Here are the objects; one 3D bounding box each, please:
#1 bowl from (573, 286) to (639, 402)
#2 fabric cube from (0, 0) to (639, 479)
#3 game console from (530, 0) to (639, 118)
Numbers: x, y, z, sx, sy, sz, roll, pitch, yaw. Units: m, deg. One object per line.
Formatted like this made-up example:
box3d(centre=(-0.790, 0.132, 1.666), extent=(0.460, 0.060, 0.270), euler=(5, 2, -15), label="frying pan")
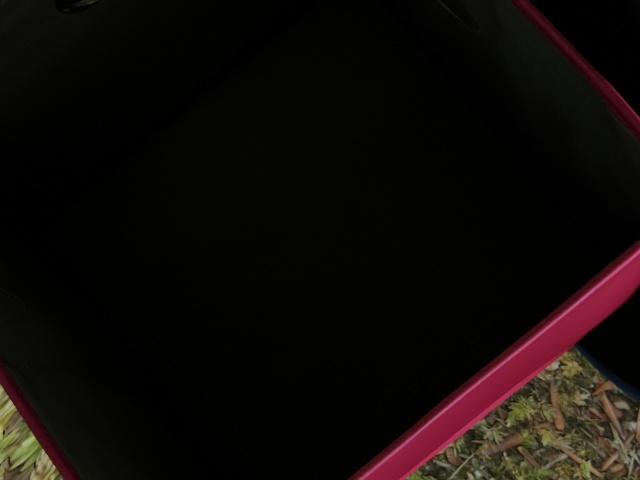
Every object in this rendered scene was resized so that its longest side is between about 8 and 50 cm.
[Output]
box3d(centre=(0.165, -0.079, 0.738), extent=(0.077, 0.391, 0.391), euler=(-22, 158, -12), label="bowl")
box3d(centre=(-0.015, -0.012, 0.620), extent=(0.254, 0.259, 0.258), euler=(-40, 168, 2), label="fabric cube")
box3d(centre=(0.065, -0.172, 0.593), extent=(0.044, 0.361, 0.213), euler=(-34, 125, 2), label="game console")
